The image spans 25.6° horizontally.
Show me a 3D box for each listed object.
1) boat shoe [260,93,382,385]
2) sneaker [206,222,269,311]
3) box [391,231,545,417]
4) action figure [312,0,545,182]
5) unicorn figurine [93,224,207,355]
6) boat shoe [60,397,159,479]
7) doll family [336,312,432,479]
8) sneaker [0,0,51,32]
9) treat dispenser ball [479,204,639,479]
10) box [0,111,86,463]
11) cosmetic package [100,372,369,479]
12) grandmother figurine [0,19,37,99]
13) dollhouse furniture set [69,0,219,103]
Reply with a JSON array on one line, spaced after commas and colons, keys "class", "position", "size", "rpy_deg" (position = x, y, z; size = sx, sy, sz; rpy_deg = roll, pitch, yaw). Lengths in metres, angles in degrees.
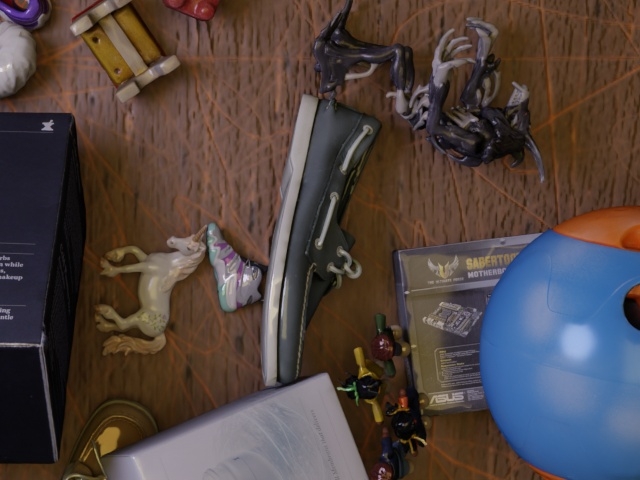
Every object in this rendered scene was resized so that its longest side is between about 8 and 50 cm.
[{"class": "boat shoe", "position": [0.000, 0.000, 1.459], "size": [0.099, 0.116, 0.320], "rpy_deg": [11, 69, -5]}, {"class": "sneaker", "position": [-0.084, 0.023, 1.518], "size": [0.069, 0.038, 0.098], "rpy_deg": [-13, 99, -5]}, {"class": "box", "position": [0.202, 0.086, 1.520], "size": [0.231, 0.056, 0.183], "rpy_deg": [-8, 89, -4]}, {"class": "action figure", "position": [0.130, -0.165, 1.472], "size": [0.275, 0.164, 0.141], "rpy_deg": [26, 108, 5]}, {"class": "unicorn figurine", "position": [-0.182, 0.045, 1.504], "size": [0.111, 0.060, 0.162], "rpy_deg": [8, 106, -1]}, {"class": "boat shoe", "position": [-0.235, 0.308, 1.472], "size": [0.104, 0.089, 0.285], "rpy_deg": [14, 87, -2]}, {"class": "doll family", "position": [0.069, 0.174, 1.434], "size": [0.076, 0.111, 0.193], "rpy_deg": [-22, 87, 10]}, {"class": "sneaker", "position": [-0.355, -0.293, 1.493], "size": [0.170, 0.071, 0.068], "rpy_deg": [38, 87, -1]}, {"class": "treat dispenser ball", "position": [0.296, 0.111, 1.351], "size": [0.288, 0.288, 0.288], "rpy_deg": [0, 88, -3]}, {"class": "box", "position": [-0.410, 0.039, 1.349], "size": [0.343, 0.179, 0.313], "rpy_deg": [1, 46, -3]}, {"class": "cosmetic package", "position": [-0.070, 0.280, 1.426], "size": [0.224, 0.138, 0.224], "rpy_deg": [-21, 90, -23]}, {"class": "grandmother figurine", "position": [-0.467, -0.206, 1.473], "size": [0.342, 0.104, 0.208], "rpy_deg": [8, 97, 0]}, {"class": "dollhouse furniture set", "position": [-0.235, -0.359, 1.485], "size": [0.201, 0.152, 0.374], "rpy_deg": [-34, 108, -4]}]
